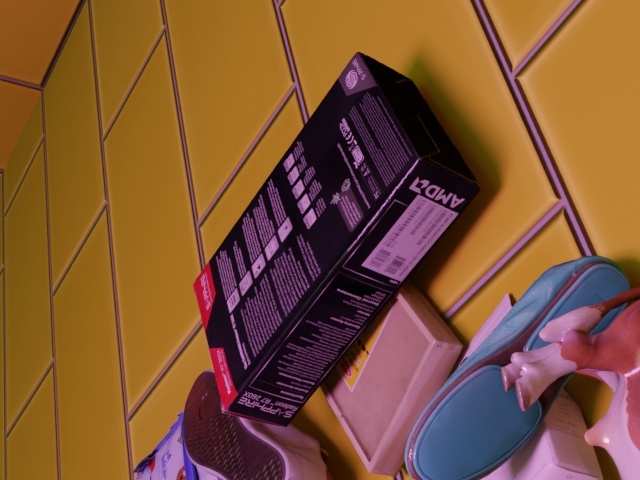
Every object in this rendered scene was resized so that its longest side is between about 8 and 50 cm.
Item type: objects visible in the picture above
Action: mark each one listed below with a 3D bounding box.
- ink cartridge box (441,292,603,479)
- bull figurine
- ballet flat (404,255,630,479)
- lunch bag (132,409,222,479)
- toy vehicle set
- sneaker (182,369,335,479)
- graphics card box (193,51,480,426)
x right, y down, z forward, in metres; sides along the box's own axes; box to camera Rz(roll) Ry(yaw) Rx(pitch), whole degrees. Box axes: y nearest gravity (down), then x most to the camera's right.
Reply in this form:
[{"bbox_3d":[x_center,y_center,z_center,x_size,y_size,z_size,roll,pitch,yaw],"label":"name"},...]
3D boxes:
[{"bbox_3d":[0.164,0.187,0.961,0.181,0.056,0.225,-58,17,30],"label":"ink cartridge box"},{"bbox_3d":[0.242,0.167,0.722,0.101,0.188,0.310,80,-176,-49],"label":"bull figurine"},{"bbox_3d":[0.162,0.111,0.875,0.247,0.083,0.087,-45,5,-7],"label":"ballet flat"},{"bbox_3d":[-0.147,0.365,1.342,0.243,0.114,0.303,-50,41,36],"label":"lunch bag"},{"bbox_3d":[0.053,0.110,1.154,0.166,0.035,0.267,-65,30,20],"label":"toy vehicle set"},{"bbox_3d":[-0.071,0.252,1.230,0.106,0.123,0.290,-60,34,5],"label":"sneaker"},{"bbox_3d":[0.000,0.000,1.159,0.371,0.094,0.233,-54,32,23],"label":"graphics card box"}]
